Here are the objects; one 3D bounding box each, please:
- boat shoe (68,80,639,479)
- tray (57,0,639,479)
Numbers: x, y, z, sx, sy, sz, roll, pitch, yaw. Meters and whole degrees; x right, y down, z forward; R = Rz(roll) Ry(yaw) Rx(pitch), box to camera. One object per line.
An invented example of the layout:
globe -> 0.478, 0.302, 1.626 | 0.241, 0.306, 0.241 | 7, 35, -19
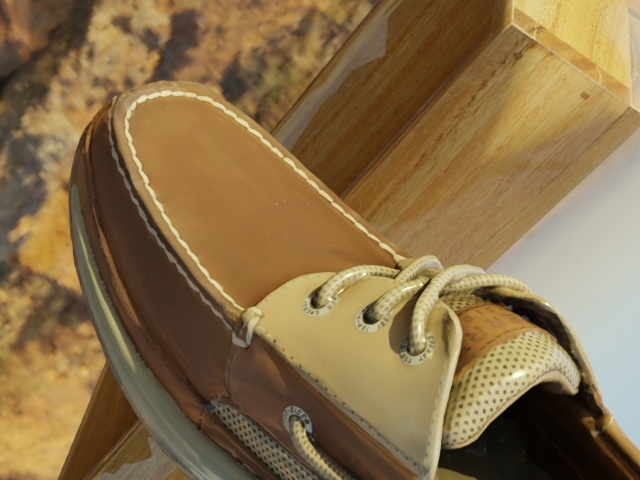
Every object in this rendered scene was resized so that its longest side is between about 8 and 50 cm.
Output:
boat shoe -> 0.037, 0.056, 0.431 | 0.123, 0.324, 0.116 | -23, 155, -44
tray -> 0.000, 0.000, 0.676 | 0.411, 0.076, 0.203 | -46, -162, 36
